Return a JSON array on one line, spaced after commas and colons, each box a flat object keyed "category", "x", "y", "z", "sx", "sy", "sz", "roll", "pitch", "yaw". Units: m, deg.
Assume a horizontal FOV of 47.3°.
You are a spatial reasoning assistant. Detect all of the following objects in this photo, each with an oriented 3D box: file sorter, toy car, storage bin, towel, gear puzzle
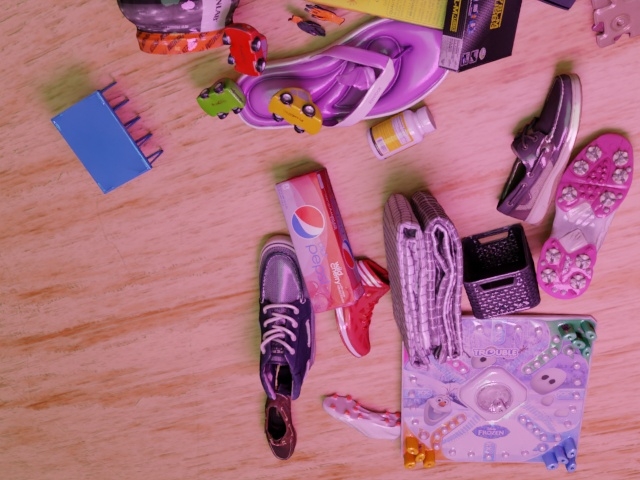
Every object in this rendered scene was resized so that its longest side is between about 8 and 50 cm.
[{"category": "file sorter", "x": -0.400, "y": -0.202, "z": 1.404, "sx": 0.118, "sy": 0.104, "sz": 0.170, "roll": -24, "pitch": 110, "yaw": 22}, {"category": "toy car", "x": -0.126, "y": -0.265, "z": 1.257, "sx": 0.225, "sy": 0.053, "sz": 0.239, "roll": -6, "pitch": 137, "yaw": 43}, {"category": "storage bin", "x": 0.332, "y": 0.056, "z": 1.356, "sx": 0.122, "sy": 0.180, "sz": 0.084, "roll": -15, "pitch": 115, "yaw": 18}, {"category": "towel", "x": 0.194, "y": 0.066, "z": 1.336, "sx": 0.121, "sy": 0.235, "sz": 0.283, "roll": -8, "pitch": 106, "yaw": 1}, {"category": "gear puzzle", "x": 0.579, "y": -0.425, "z": 1.115, "sx": 0.339, "sy": 0.044, "sz": 0.175, "roll": -17, "pitch": 138, "yaw": 15}]

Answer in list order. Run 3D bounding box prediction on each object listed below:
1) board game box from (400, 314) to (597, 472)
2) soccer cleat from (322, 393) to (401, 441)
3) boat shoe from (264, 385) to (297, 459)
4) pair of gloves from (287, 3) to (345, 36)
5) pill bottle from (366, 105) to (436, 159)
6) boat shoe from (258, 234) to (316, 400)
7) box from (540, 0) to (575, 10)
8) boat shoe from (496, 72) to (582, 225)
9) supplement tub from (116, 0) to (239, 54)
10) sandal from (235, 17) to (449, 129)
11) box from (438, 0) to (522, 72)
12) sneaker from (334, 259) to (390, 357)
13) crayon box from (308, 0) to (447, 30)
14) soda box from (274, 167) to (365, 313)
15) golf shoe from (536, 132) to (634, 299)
[{"category": "board game box", "x": 0.368, "y": 0.335, "z": 1.549, "sx": 0.390, "sy": 0.050, "sz": 0.389, "roll": 0, "pitch": 117, "yaw": 5}, {"category": "soccer cleat", "x": 0.093, "y": 0.410, "z": 1.658, "sx": 0.196, "sy": 0.068, "sz": 0.076, "roll": 18, "pitch": 122, "yaw": -2}, {"category": "boat shoe", "x": -0.099, "y": 0.440, "z": 1.707, "sx": 0.073, "sy": 0.073, "sz": 0.207, "roll": -1, "pitch": 119, "yaw": 10}, {"category": "pair of gloves", "x": -0.008, "y": -0.377, "z": 1.256, "sx": 0.074, "sy": 0.010, "sz": 0.083, "roll": 17, "pitch": 163, "yaw": -30}, {"category": "pill bottle", "x": 0.148, "y": -0.197, "z": 1.324, "sx": 0.116, "sy": 0.065, "sz": 0.065, "roll": -23, "pitch": 111, "yaw": 21}, {"category": "boat shoe", "x": -0.072, "y": 0.170, "z": 1.507, "sx": 0.127, "sy": 0.158, "sz": 0.340, "roll": -2, "pitch": 117, "yaw": 12}, {"category": "box", "x": 0.376, "y": -0.468, "z": 1.075, "sx": 0.059, "sy": 0.183, "sz": 0.232, "roll": 49, "pitch": 123, "yaw": 28}, {"category": "boat shoe", "x": 0.380, "y": -0.156, "z": 1.282, "sx": 0.092, "sy": 0.103, "sz": 0.285, "roll": 9, "pitch": 125, "yaw": 1}, {"category": "supplement tub", "x": -0.239, "y": -0.483, "z": 1.166, "sx": 0.207, "sy": 0.207, "sz": 0.338, "roll": 0, "pitch": 117, "yaw": 11}, {"category": "sandal", "x": 0.038, "y": -0.271, "z": 1.284, "sx": 0.416, "sy": 0.102, "sz": 0.169, "roll": -15, "pitch": 114, "yaw": 18}, {"category": "box", "x": 0.260, "y": -0.373, "z": 1.146, "sx": 0.045, "sy": 0.184, "sz": 0.190, "roll": 27, "pitch": 125, "yaw": 35}, {"category": "sneaker", "x": 0.097, "y": 0.140, "z": 1.502, "sx": 0.128, "sy": 0.087, "sz": 0.221, "roll": -12, "pitch": 116, "yaw": 18}, {"category": "crayon box", "x": 0.082, "y": -0.466, "z": 1.164, "sx": 0.319, "sy": 0.081, "sz": 0.202, "roll": 14, "pitch": 107, "yaw": 3}, {"category": "soda box", "x": 0.000, "y": 0.000, "z": 1.408, "sx": 0.092, "sy": 0.083, "sz": 0.263, "roll": -16, "pitch": 96, "yaw": 17}, {"category": "golf shoe", "x": 0.475, "y": -0.045, "z": 1.326, "sx": 0.115, "sy": 0.140, "sz": 0.306, "roll": 24, "pitch": 99, "yaw": 18}]
